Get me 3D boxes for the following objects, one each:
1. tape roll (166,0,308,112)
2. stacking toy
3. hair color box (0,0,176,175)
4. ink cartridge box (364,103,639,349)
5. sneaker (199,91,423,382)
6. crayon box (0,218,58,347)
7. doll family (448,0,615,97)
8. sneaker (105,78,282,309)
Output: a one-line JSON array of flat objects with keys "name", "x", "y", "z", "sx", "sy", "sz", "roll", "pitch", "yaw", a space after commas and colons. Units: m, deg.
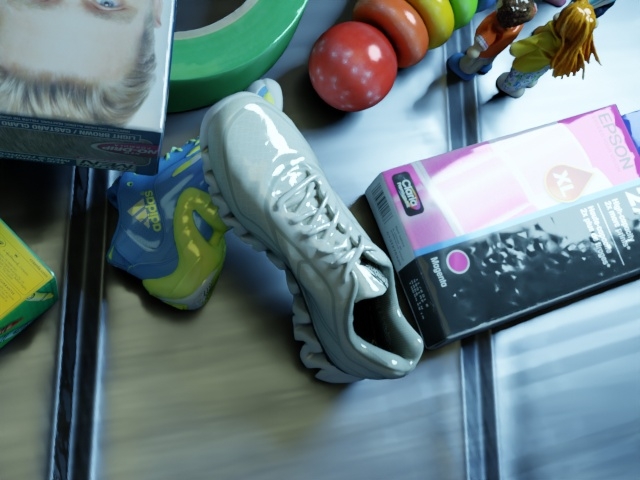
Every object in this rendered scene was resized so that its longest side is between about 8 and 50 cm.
[{"name": "tape roll", "x": -0.166, "y": -0.288, "z": 0.941, "sx": 0.321, "sy": 0.077, "sz": 0.321, "roll": 4, "pitch": 72, "yaw": -13}, {"name": "stacking toy", "x": 0.115, "y": -0.257, "z": 0.978, "sx": 0.141, "sy": 0.141, "sz": 0.330, "roll": 41, "pitch": 73, "yaw": 1}, {"name": "hair color box", "x": -0.209, "y": -0.242, "z": 0.819, "sx": 0.174, "sy": 0.105, "sz": 0.347, "roll": 5, "pitch": 73, "yaw": -12}, {"name": "ink cartridge box", "x": 0.245, "y": -0.030, "z": 0.972, "sx": 0.371, "sy": 0.069, "sz": 0.176, "roll": -17, "pitch": 78, "yaw": -21}, {"name": "sneaker", "x": 0.000, "y": 0.000, "z": 0.817, "sx": 0.110, "sy": 0.118, "sz": 0.292, "roll": -37, "pitch": 109, "yaw": -23}, {"name": "crayon box", "x": -0.379, "y": -0.005, "z": 0.796, "sx": 0.278, "sy": 0.081, "sz": 0.165, "roll": 46, "pitch": 68, "yaw": 3}, {"name": "doll family", "x": 0.268, "y": -0.239, "z": 0.985, "sx": 0.263, "sy": 0.163, "sz": 0.118, "roll": -42, "pitch": 87, "yaw": -22}, {"name": "sneaker", "x": -0.122, "y": -0.062, "z": 0.873, "sx": 0.126, "sy": 0.091, "sz": 0.240, "roll": 22, "pitch": 70, "yaw": -6}]
